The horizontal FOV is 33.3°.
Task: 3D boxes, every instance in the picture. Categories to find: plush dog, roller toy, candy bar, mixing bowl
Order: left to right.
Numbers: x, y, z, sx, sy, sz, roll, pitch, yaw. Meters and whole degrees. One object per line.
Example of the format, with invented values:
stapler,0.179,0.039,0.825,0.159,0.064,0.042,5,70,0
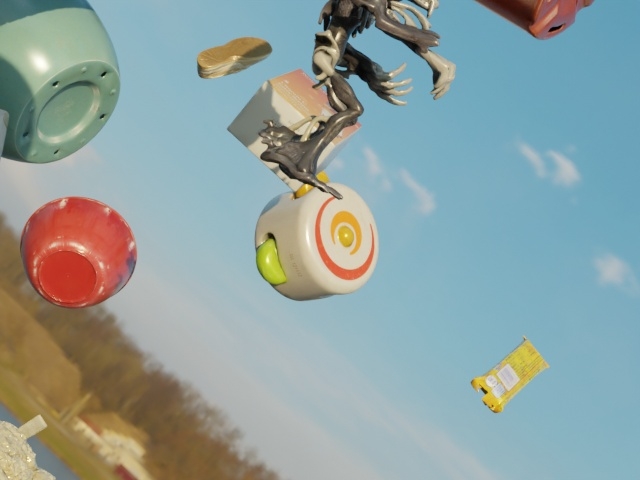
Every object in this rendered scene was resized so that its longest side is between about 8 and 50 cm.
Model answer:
plush dog,-0.544,0.373,1.676,0.262,0.211,0.225,5,14,-6
mixing bowl,-0.374,0.035,1.615,0.181,0.181,0.098,48,14,-18
roller toy,0.000,0.000,1.808,0.146,0.209,0.191,-12,-37,44
candy bar,0.181,0.122,0.999,0.040,0.018,0.161,54,29,9

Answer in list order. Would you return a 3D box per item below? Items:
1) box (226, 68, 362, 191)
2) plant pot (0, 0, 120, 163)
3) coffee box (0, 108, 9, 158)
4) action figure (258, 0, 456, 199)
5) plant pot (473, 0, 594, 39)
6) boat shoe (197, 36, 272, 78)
box,-0.033,-0.159,1.500,0.130,0.091,0.170,42,21,0
plant pot,-0.430,-0.250,1.533,0.235,0.293,0.293,43,-15,19
coffee box,-0.495,-0.029,1.315,0.118,0.168,0.297,18,-41,-25
action figure,0.049,-0.176,1.042,0.141,0.276,0.164,28,0,-10
plant pot,0.266,-0.435,1.490,0.265,0.272,0.272,42,-15,21
boat shoe,-0.183,-0.378,2.233,0.063,0.170,0.059,63,-26,23
